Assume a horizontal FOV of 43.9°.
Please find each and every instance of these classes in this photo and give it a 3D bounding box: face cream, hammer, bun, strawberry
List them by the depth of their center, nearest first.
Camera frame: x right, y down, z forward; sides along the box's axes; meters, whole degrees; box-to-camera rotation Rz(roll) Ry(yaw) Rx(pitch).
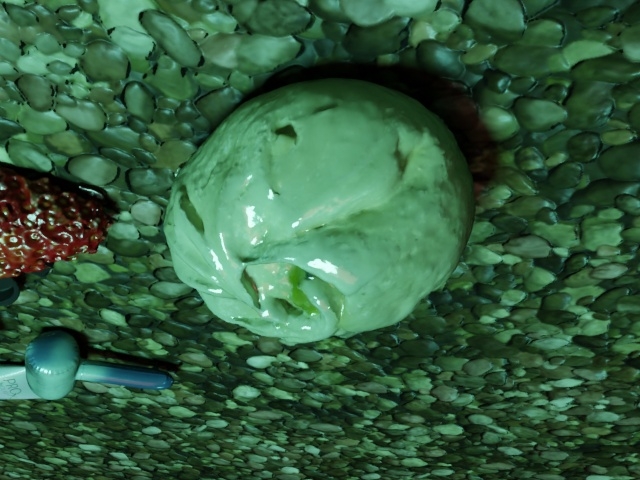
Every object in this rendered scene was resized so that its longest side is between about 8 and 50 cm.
[{"bbox_3d":[0.000,0.000,0.650,0.259,0.160,0.259,3,148,2],"label":"bun"},{"bbox_3d":[-0.298,-0.015,0.754,0.188,0.082,0.121,7,144,5],"label":"strawberry"},{"bbox_3d":[-0.293,0.176,1.062,0.193,0.070,0.116,10,146,-13],"label":"hammer"},{"bbox_3d":[-0.516,0.207,1.161,0.243,0.058,0.092,0,142,-1],"label":"face cream"}]

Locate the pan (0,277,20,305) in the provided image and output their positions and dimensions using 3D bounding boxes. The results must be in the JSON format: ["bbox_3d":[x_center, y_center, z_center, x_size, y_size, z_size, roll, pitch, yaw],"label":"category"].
[{"bbox_3d":[-0.417,0.065,0.942,0.136,0.028,0.235,10,144,-4],"label":"pan"}]

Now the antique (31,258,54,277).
[{"bbox_3d":[-0.374,-0.007,0.837,0.192,0.015,0.031,27,141,-29],"label":"antique"}]
